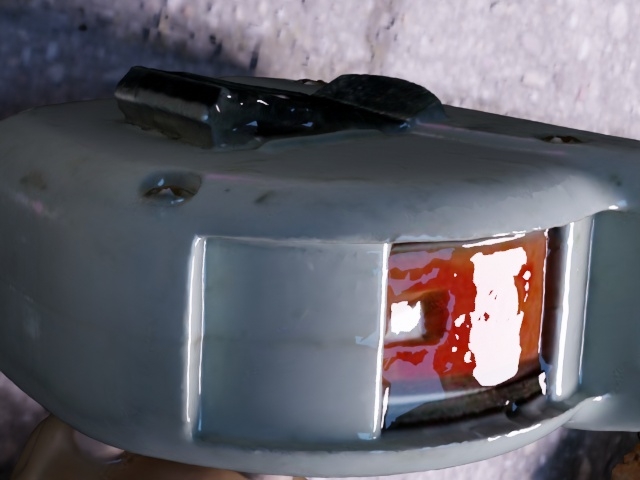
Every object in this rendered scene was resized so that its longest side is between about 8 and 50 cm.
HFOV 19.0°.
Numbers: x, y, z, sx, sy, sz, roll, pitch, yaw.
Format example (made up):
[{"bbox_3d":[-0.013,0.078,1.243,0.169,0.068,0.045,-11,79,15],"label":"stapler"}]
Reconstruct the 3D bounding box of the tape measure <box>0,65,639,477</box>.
[{"bbox_3d":[0.001,0.000,0.722,0.246,0.243,0.125,-7,105,-41],"label":"tape measure"}]

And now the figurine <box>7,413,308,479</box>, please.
[{"bbox_3d":[-0.055,0.177,0.768,0.177,0.173,0.247,-11,108,-40],"label":"figurine"}]

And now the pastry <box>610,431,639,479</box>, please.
[{"bbox_3d":[0.262,0.203,1.044,0.275,0.193,0.275,-15,112,-39],"label":"pastry"}]
